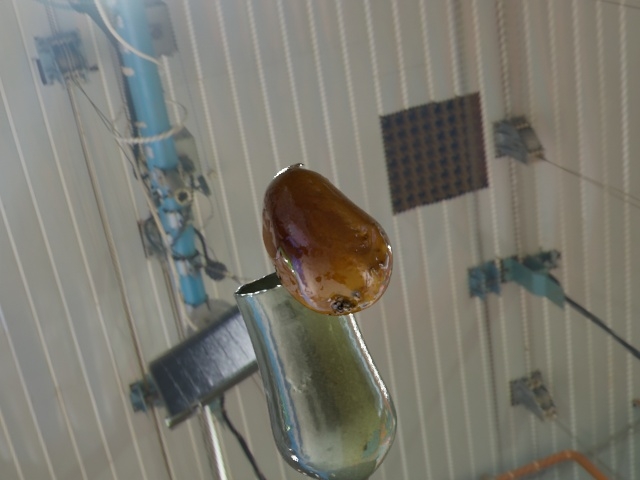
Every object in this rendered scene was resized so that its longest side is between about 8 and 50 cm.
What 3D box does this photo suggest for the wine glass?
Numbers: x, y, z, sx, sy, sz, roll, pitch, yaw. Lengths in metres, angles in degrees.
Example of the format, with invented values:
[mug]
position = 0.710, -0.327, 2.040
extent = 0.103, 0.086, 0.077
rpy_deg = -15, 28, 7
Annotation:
[wine glass]
position = 0.008, 0.134, 0.797
extent = 0.103, 0.103, 0.231
rpy_deg = -19, -83, -14

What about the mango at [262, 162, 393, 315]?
[mango]
position = 0.000, 0.000, 0.690
extent = 0.077, 0.127, 0.063
rpy_deg = -28, -31, -11
